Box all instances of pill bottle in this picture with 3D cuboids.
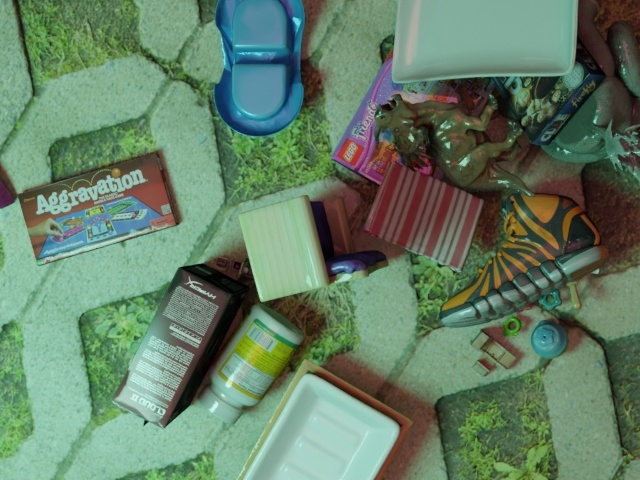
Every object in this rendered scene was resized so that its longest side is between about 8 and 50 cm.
[{"bbox_3d":[-0.132,0.229,1.772,0.117,0.117,0.208,35,92,3],"label":"pill bottle"}]

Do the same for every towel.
[{"bbox_3d":[0.188,-0.043,1.727,0.197,0.029,0.144,22,79,-9],"label":"towel"}]

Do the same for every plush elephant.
[{"bbox_3d":[0.526,-0.235,1.666,0.330,0.255,0.272,60,137,37],"label":"plush elephant"}]

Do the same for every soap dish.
[{"bbox_3d":[0.001,0.394,1.764,0.229,0.118,0.291,30,92,3],"label":"soap dish"}]

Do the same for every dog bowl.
[{"bbox_3d":[-0.110,-0.338,1.786,0.166,0.074,0.297,1,91,4],"label":"dog bowl"}]

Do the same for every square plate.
[{"bbox_3d":[0.285,-0.438,1.619,0.347,0.049,0.344,5,90,39],"label":"square plate"}]

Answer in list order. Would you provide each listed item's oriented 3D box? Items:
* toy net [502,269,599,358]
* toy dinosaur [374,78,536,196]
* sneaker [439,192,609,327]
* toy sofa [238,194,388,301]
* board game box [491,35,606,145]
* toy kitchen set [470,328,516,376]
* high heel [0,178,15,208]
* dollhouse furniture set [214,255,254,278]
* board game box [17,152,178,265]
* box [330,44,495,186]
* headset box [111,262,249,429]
[{"bbox_3d":[0.434,0.097,1.772,0.122,0.045,0.232,28,90,32],"label":"toy net"},{"bbox_3d":[0.236,-0.161,1.686,0.200,0.127,0.296,-40,95,2],"label":"toy dinosaur"},{"bbox_3d":[0.340,0.027,1.743,0.321,0.124,0.180,-27,70,7],"label":"sneaker"},{"bbox_3d":[0.000,0.000,1.639,0.177,0.362,0.150,-14,89,11],"label":"toy sofa"},{"bbox_3d":[0.365,-0.306,1.637,0.042,0.165,0.243,-1,52,-32],"label":"board game box"},{"bbox_3d":[0.306,0.217,1.761,0.083,0.075,0.068,39,94,7],"label":"toy kitchen set"},{"bbox_3d":[-0.663,-0.173,1.839,0.117,0.082,0.244,-8,74,-27],"label":"high heel"},{"bbox_3d":[-0.142,0.012,1.787,0.091,0.081,0.114,17,92,3],"label":"dollhouse furniture set"},{"bbox_3d":[-0.425,-0.059,1.835,0.281,0.027,0.145,-16,88,4],"label":"board game box"},{"bbox_3d":[0.176,-0.229,1.774,0.201,0.057,0.293,30,93,1],"label":"box"},{"bbox_3d":[-0.252,0.195,1.730,0.110,0.218,0.293,27,91,3],"label":"headset box"}]
